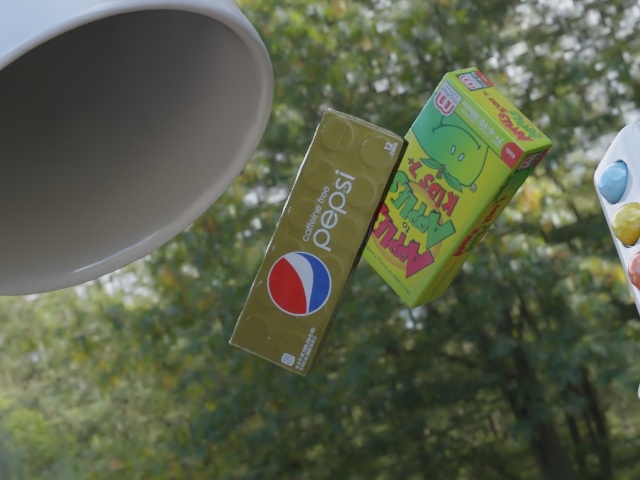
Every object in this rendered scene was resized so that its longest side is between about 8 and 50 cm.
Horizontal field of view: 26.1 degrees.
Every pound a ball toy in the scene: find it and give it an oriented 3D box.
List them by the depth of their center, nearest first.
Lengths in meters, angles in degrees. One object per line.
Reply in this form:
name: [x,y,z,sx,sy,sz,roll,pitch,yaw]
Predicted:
pound a ball toy: [0.412,0.032,1.705,0.135,0.319,0.208,11,-48,-15]

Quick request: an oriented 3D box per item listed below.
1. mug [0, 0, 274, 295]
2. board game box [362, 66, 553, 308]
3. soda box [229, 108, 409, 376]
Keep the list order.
mug: [-0.269,-0.141,1.015,0.374,0.328,0.276,-38,-29,5]
board game box: [0.099,-0.040,1.117,0.043,0.092,0.181,-19,-31,-48]
soda box: [0.000,0.000,0.981,0.061,0.181,0.058,23,5,6]
